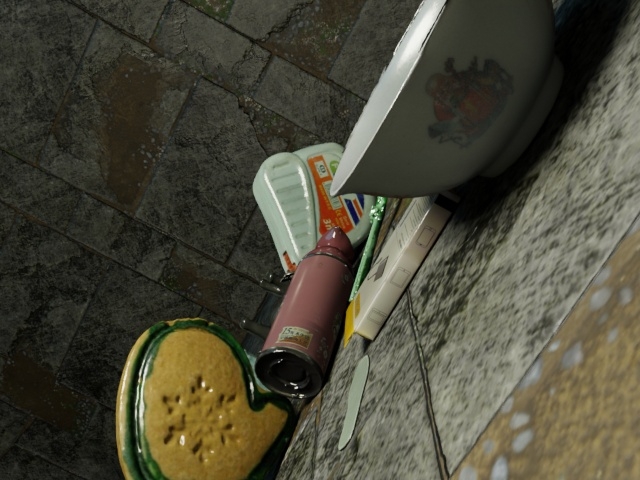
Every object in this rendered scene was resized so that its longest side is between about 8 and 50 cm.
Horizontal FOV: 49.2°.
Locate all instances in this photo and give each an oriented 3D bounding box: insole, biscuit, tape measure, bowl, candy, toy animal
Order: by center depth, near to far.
[{"bbox_3d":[0.155,-0.166,0.753,0.346,0.157,0.345,-61,4,8],"label":"bowl"},{"bbox_3d":[0.041,0.192,0.848,0.053,0.002,0.153,-58,6,36],"label":"insole"},{"bbox_3d":[-0.163,0.282,1.053,0.057,0.287,0.344,-41,48,49],"label":"biscuit"},{"bbox_3d":[0.098,-0.038,1.203,0.097,0.097,0.324,128,161,-63],"label":"candy"},{"bbox_3d":[-0.011,-0.061,1.412,0.246,0.243,0.125,-18,-11,-24],"label":"tape measure"},{"bbox_3d":[-0.064,0.126,1.456,0.245,0.146,0.114,-63,6,8],"label":"toy animal"}]

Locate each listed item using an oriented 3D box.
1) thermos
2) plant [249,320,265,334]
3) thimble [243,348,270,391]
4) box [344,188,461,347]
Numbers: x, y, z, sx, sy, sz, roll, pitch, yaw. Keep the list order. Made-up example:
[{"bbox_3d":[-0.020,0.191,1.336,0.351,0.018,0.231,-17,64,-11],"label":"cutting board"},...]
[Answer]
[{"bbox_3d":[-0.002,0.117,1.197,0.109,0.136,0.330,-17,31,29],"label":"thermos"},{"bbox_3d":[-0.150,0.248,1.889,0.051,0.102,0.051,-61,8,14],"label":"plant"},{"bbox_3d":[-0.167,0.324,1.442,0.235,0.143,0.198,-57,8,32],"label":"thimble"},{"bbox_3d":[0.105,0.026,0.937,0.247,0.033,0.129,-60,6,17],"label":"box"}]
